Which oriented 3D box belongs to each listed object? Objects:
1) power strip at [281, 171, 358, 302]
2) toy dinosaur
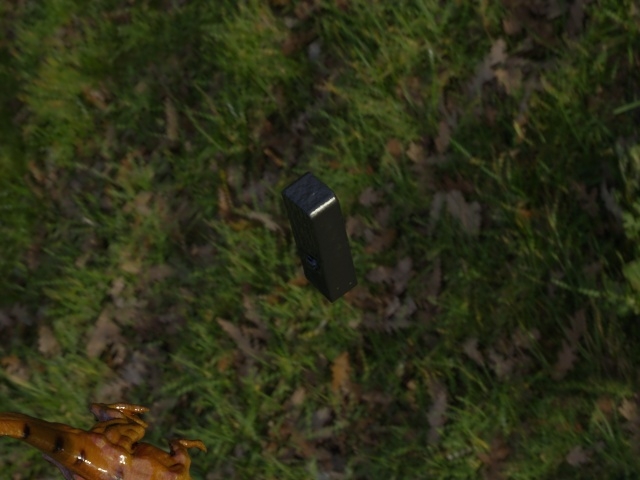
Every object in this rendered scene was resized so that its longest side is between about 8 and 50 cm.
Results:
[{"bbox_3d":[0.000,0.000,0.862,0.029,0.111,0.038,-36,53,-17],"label":"power strip"},{"bbox_3d":[-0.248,0.229,1.266,0.208,0.432,0.097,22,93,65],"label":"toy dinosaur"}]
